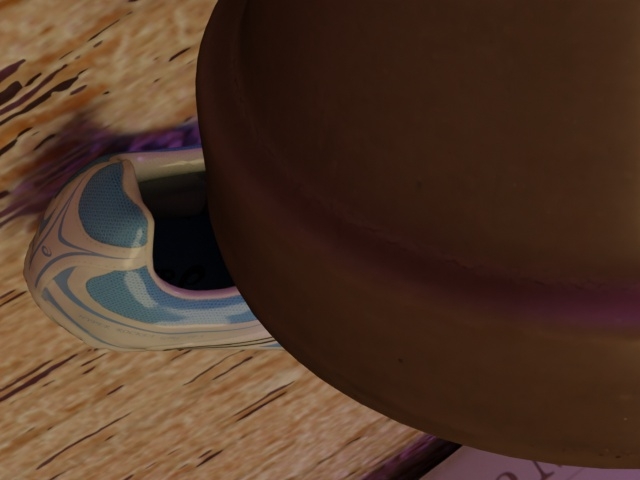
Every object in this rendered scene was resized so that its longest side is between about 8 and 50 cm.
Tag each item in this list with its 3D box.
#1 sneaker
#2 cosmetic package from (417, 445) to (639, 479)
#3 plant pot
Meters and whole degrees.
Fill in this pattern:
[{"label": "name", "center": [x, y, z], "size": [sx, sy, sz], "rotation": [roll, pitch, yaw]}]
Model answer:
[{"label": "sneaker", "center": [0.000, 0.000, 0.750], "size": [0.237, 0.085, 0.086], "rotation": [-4, 159, -37]}, {"label": "cosmetic package", "center": [0.243, 0.299, 1.119], "size": [0.329, 0.393, 0.327], "rotation": [-40, 151, 12]}, {"label": "plant pot", "center": [0.088, -0.107, 0.519], "size": [0.263, 0.263, 0.229], "rotation": [-19, 134, -16]}]
